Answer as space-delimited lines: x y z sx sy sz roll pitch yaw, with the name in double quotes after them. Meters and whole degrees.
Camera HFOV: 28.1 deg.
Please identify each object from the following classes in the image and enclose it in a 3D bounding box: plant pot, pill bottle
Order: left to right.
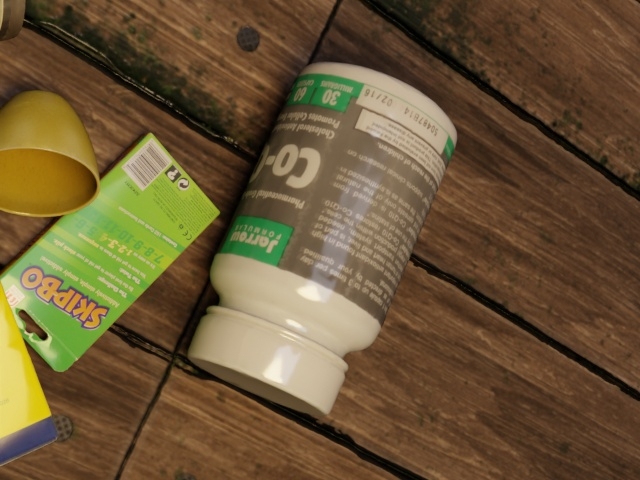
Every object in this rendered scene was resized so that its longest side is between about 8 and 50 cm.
-0.295 -0.098 1.335 0.134 0.134 0.095 16 56 -28 "plant pot"
0.000 0.000 1.440 0.204 0.204 0.361 29 75 -25 "pill bottle"

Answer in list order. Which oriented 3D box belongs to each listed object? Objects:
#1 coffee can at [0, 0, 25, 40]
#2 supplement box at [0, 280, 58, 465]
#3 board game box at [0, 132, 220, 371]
-0.444 -0.258 1.200 0.275 0.201 0.201 -19 98 -28 "coffee can"
-0.420 0.056 1.213 0.195 0.194 0.356 -23 100 -27 "supplement box"
-0.238 0.013 1.405 0.259 0.039 0.124 -48 110 -24 "board game box"
